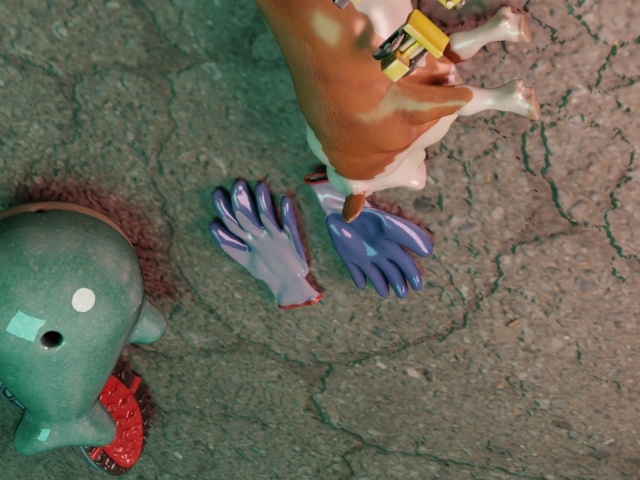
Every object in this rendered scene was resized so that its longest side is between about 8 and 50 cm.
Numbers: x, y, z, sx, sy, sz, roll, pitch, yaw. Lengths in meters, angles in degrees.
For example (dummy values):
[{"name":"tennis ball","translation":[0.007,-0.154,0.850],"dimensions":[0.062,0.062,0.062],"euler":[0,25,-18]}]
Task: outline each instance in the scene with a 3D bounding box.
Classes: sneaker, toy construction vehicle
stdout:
[{"name":"sneaker","translation":[-0.289,0.154,1.185],"dimensions":[0.125,0.104,0.262],"euler":[0,130,42]},{"name":"toy construction vehicle","translation":[0.053,-0.149,0.658],"dimensions":[0.086,0.035,0.098],"euler":[39,123,-22]}]

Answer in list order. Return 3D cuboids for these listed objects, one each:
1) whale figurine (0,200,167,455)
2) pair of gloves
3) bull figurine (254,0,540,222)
[{"name":"whale figurine","translation":[-0.251,0.102,1.013],"dimensions":[0.216,0.141,0.272],"euler":[-4,116,-14]},{"name":"pair of gloves","translation":[0.000,0.000,0.965],"dimensions":[0.198,0.023,0.159],"euler":[-9,131,28]},{"name":"bull figurine","translation":[0.042,-0.142,0.754],"dimensions":[0.188,0.101,0.310],"euler":[-13,130,25]}]
